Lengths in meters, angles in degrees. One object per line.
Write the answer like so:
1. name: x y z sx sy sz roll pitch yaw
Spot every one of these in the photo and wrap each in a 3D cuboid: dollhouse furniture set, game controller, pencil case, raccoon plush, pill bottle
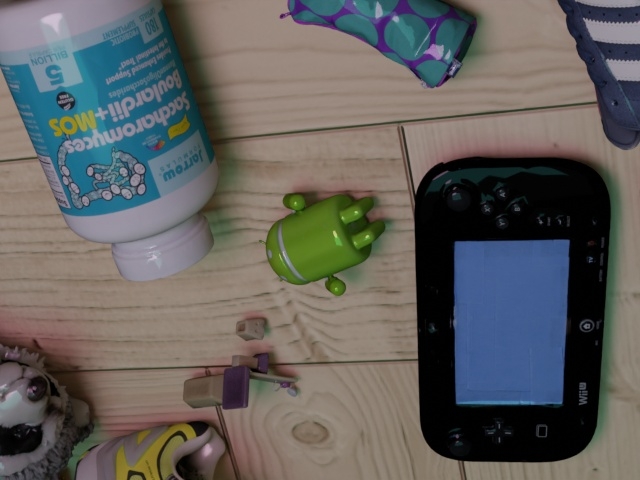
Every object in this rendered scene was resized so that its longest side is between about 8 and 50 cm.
1. dollhouse furniture set: -0.080 0.135 1.169 0.081 0.091 0.114 15 160 -40
2. game controller: 0.171 0.070 1.028 0.167 0.067 0.319 3 120 14
3. pencil case: 0.049 -0.180 0.924 0.152 0.064 0.070 27 106 1
4. raccoon plush: -0.447 0.171 1.239 0.299 0.216 0.446 45 151 -26
5. pill bottle: -0.176 -0.099 0.985 0.146 0.146 0.264 -9 116 20

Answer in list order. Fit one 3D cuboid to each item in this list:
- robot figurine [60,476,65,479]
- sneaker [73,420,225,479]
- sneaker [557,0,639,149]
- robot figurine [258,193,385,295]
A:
1. robot figurine: -0.423 0.341 1.334 0.291 0.085 0.211 -2 117 17
2. sneaker: -0.147 0.322 1.086 0.147 0.384 0.145 -28 134 9
3. sneaker: 0.225 -0.160 0.852 0.350 0.131 0.148 36 129 -1
4. robot figurine: 0.000 0.000 1.036 0.115 0.067 0.101 -22 100 26
